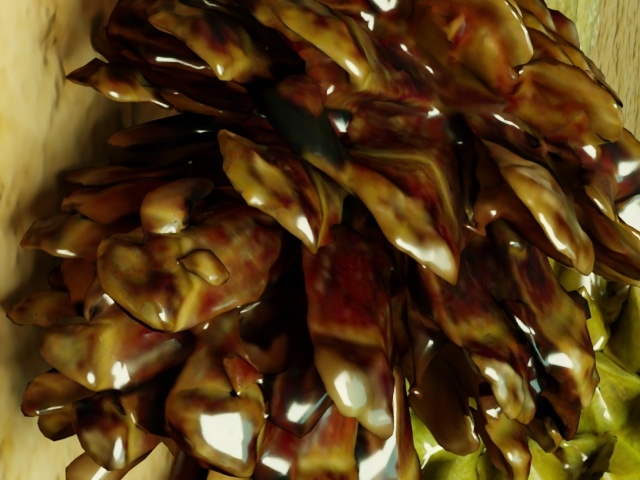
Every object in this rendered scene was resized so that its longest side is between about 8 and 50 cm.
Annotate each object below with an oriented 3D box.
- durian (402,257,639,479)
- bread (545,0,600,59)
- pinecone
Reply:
[{"bbox_3d":[0.068,0.084,0.599,0.306,0.172,0.166,-58,160,-5],"label":"durian"},{"bbox_3d":[0.056,-0.038,0.742,0.316,0.054,0.316,11,90,-72],"label":"bread"},{"bbox_3d":[0.000,0.000,0.473,0.173,0.173,0.174,13,90,-71],"label":"pinecone"}]
